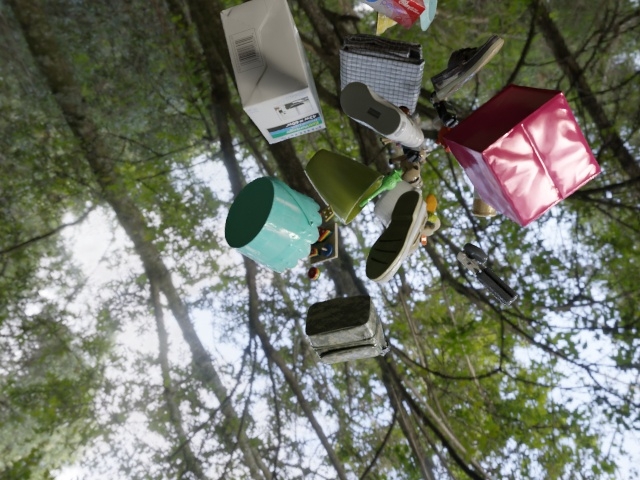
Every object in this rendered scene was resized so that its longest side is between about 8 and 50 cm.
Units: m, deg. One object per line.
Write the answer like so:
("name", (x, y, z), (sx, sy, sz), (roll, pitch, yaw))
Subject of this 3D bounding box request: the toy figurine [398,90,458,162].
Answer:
("toy figurine", (0.358, -0.388, 1.777), (0.210, 0.213, 0.148), (-19, -118, 8))

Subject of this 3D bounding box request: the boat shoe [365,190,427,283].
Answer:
("boat shoe", (0.236, 0.004, 1.517), (0.113, 0.103, 0.302), (12, -115, 46))

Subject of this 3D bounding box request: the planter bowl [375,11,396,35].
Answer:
("planter bowl", (0.269, -0.915, 2.051), (0.091, 0.217, 0.217), (3, -156, 3))

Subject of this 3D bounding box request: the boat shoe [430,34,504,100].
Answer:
("boat shoe", (0.420, -0.520, 1.548), (0.103, 0.092, 0.285), (-40, -179, -24))

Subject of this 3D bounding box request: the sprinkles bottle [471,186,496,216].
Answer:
("sprinkles bottle", (0.802, -0.296, 2.524), (0.121, 0.355, 0.121), (0, -166, 0))

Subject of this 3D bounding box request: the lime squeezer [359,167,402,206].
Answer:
("lime squeezer", (0.274, -0.227, 2.041), (0.310, 0.059, 0.110), (-43, 170, -38))

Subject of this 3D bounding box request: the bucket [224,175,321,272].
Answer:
("bucket", (-0.154, -0.054, 1.620), (0.281, 0.183, 0.281), (-27, -131, 36))

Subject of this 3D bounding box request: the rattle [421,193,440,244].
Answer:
("rattle", (0.477, -0.091, 2.396), (0.130, 0.199, 0.142), (-13, -123, 3))

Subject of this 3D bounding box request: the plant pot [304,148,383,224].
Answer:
("plant pot", (0.083, -0.267, 2.323), (0.274, 0.293, 0.275), (-49, 170, -11))

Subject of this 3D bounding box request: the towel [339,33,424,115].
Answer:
("towel", (0.213, -0.575, 1.795), (0.284, 0.235, 0.121), (13, -123, 12))

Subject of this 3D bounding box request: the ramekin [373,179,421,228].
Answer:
("ramekin", (0.307, -0.152, 2.134), (0.207, 0.109, 0.207), (-48, 168, -14))

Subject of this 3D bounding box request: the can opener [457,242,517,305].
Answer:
("can opener", (0.662, 0.128, 2.065), (0.076, 0.095, 0.283), (-31, -113, -32))

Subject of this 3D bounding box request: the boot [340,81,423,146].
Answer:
("boot", (0.160, -0.322, 1.374), (0.095, 0.123, 0.258), (-53, -131, 17))

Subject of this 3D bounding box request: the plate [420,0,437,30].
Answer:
("plate", (0.388, -0.842, 1.850), (0.024, 0.188, 0.188), (13, -146, 22))

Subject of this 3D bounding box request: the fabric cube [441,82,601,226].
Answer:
("fabric cube", (0.543, -0.243, 1.436), (0.259, 0.258, 0.254), (-37, -158, 5))

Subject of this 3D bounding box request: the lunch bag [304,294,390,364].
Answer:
("lunch bag", (0.115, 0.392, 2.187), (0.305, 0.256, 0.212), (-14, -146, 14))

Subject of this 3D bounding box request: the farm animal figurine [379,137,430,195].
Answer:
("farm animal figurine", (0.384, -0.364, 2.284), (0.172, 0.330, 0.326), (-13, -121, 24))

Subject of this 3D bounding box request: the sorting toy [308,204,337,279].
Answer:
("sorting toy", (0.000, 0.000, 1.913), (0.046, 0.274, 0.132), (18, 154, -41))

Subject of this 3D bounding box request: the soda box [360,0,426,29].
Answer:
("soda box", (0.179, -0.728, 1.524), (0.083, 0.263, 0.092), (-43, -138, 43))

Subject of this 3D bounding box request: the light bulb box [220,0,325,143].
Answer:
("light bulb box", (-0.152, -0.576, 1.806), (0.225, 0.357, 0.361), (-15, 169, 6))
